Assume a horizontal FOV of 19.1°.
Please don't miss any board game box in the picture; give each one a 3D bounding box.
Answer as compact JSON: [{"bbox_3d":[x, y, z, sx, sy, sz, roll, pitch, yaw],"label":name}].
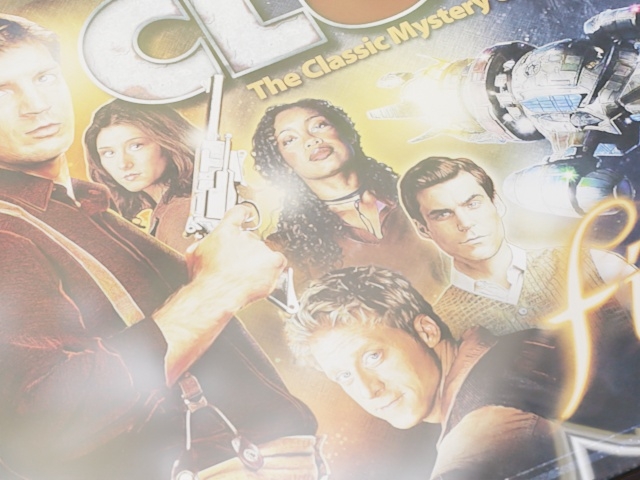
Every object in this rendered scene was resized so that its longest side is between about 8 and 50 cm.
[{"bbox_3d":[0.000,0.000,0.390,0.042,0.243,0.165,89,156,-54],"label":"board game box"}]
